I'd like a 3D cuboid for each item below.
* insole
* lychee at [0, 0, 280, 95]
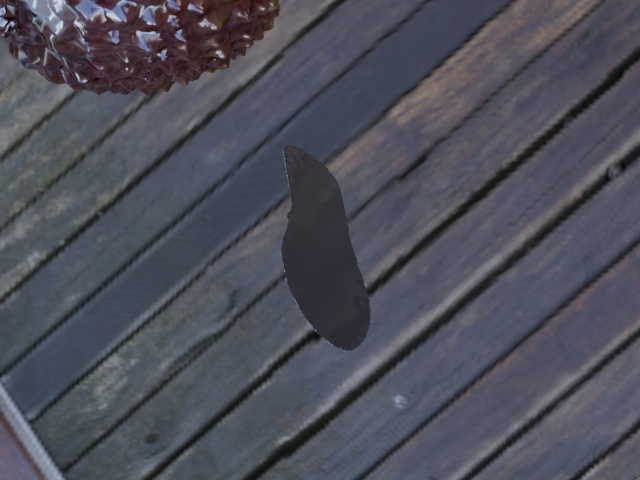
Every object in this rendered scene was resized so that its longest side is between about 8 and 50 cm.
[{"bbox_3d":[0.000,0.000,1.156,0.007,0.109,0.322,-45,28,23],"label":"insole"},{"bbox_3d":[-0.095,-0.162,0.622,0.188,0.188,0.188,-3,78,15],"label":"lychee"}]
